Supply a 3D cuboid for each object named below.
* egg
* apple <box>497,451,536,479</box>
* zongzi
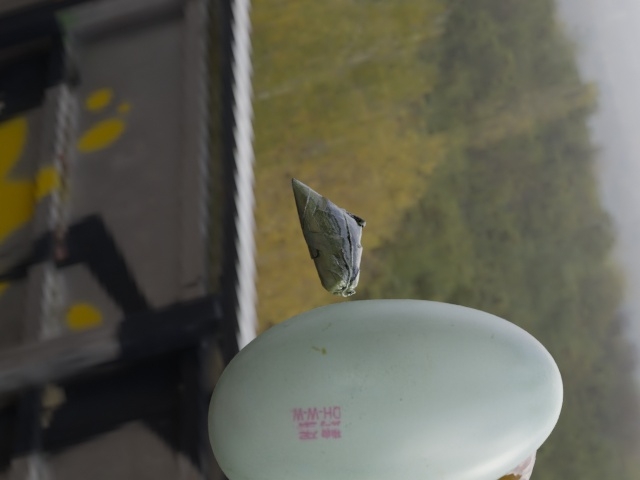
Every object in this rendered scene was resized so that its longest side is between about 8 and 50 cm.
[{"bbox_3d":[0.067,0.173,1.798,0.230,0.370,0.230,-10,90,-88],"label":"egg"},{"bbox_3d":[0.136,0.254,2.316,0.301,0.301,0.302,-14,90,-77],"label":"apple"},{"bbox_3d":[0.000,0.000,1.995,0.119,0.055,0.109,36,44,-39],"label":"zongzi"}]
